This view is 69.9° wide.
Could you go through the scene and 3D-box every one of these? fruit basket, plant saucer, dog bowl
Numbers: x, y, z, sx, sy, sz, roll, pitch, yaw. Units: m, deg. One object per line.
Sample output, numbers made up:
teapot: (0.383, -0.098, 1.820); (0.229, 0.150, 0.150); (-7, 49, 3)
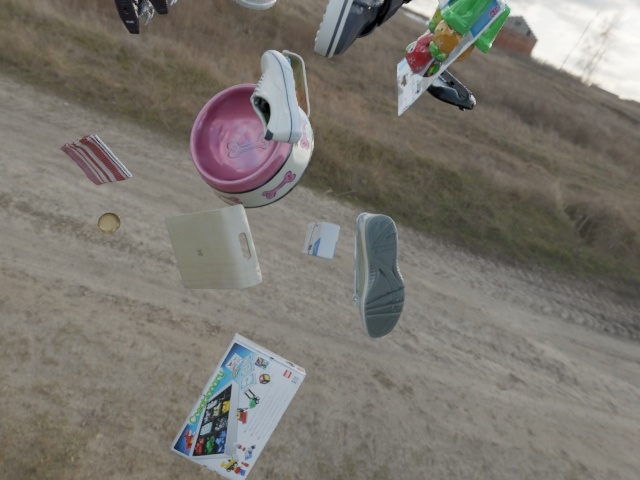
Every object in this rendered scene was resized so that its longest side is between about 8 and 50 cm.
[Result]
fruit basket: (0.318, -0.546, 1.231); (0.166, 0.353, 0.326); (34, 41, -24)
plant saucer: (-0.784, -0.065, 1.694); (0.084, 0.083, 0.015); (-6, 20, -43)
dog bowl: (-0.237, -0.315, 1.471); (0.408, 0.407, 0.150); (36, 2, 22)

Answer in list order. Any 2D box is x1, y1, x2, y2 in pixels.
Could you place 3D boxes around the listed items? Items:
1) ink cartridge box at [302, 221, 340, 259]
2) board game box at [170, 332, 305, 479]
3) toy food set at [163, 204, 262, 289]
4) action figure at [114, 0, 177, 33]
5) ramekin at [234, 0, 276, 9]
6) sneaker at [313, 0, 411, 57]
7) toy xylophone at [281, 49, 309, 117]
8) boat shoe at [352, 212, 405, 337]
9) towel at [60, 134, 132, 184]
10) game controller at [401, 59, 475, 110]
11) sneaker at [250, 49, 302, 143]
ink cartridge box: (0.000, 0.000, 1.888); (0.082, 0.139, 0.191); (14, -4, -20)
board game box: (-0.194, 0.399, 1.090); (0.193, 0.305, 0.053); (30, 1, -7)
toy food set: (-0.304, 0.019, 1.287); (0.306, 0.219, 0.092); (-4, 13, 37)
action figure: (-0.274, -0.499, 0.841); (0.186, 0.099, 0.284); (-1, 49, 20)
ramekin: (-0.229, -0.895, 1.539); (0.207, 0.109, 0.207); (11, 61, -20)
sneaker: (0.104, -0.383, 0.632); (0.128, 0.320, 0.126); (26, -4, -8)
toy xylophone: (-0.117, -0.586, 1.866); (0.081, 0.236, 0.322); (-5, 77, -19)
boat shoe: (0.138, 0.088, 1.169); (0.118, 0.320, 0.103); (-11, 13, -19)
towel: (-1.005, -0.351, 2.048); (0.329, 0.237, 0.037); (0, 46, 41)
game controller: (0.383, -0.524, 1.511); (0.167, 0.067, 0.319); (1, 40, -19)
sneaker: (-0.112, -0.337, 1.046); (0.091, 0.094, 0.257); (-3, 62, -27)
